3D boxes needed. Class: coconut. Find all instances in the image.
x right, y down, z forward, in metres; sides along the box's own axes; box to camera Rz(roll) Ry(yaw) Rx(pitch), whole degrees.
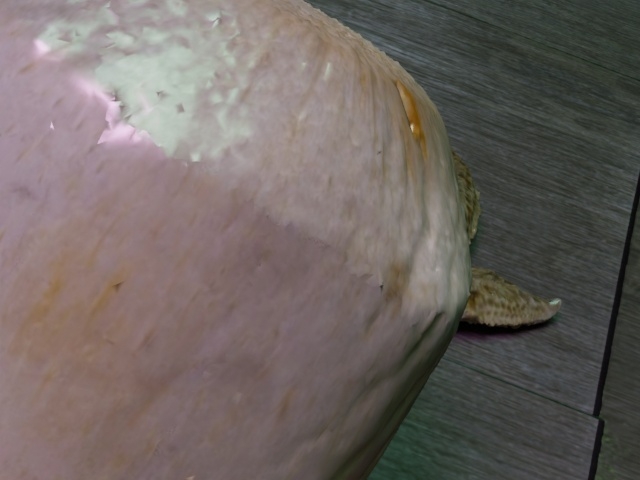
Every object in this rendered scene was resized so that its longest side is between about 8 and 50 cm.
[{"bbox_3d":[-0.123,0.032,0.789,0.415,0.415,0.344,0,25,-22],"label":"coconut"}]

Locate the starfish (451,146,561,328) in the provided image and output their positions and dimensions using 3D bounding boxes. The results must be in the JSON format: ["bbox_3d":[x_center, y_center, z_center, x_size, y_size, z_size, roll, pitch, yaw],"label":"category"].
[{"bbox_3d":[0.000,0.000,1.180,0.432,0.082,0.324,-10,47,-29],"label":"starfish"}]
